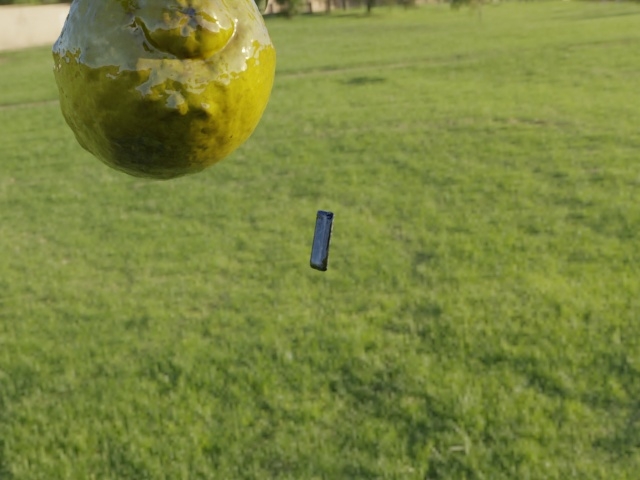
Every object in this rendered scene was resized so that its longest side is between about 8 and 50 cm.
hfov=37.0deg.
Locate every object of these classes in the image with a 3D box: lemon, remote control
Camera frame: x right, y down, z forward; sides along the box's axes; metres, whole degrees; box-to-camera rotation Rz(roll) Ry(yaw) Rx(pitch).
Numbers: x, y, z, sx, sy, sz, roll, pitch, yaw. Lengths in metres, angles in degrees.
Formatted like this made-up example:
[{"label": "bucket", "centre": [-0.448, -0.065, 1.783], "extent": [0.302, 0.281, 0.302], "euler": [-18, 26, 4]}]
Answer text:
[{"label": "lemon", "centre": [-0.193, -0.210, 1.185], "extent": [0.285, 0.285, 0.316], "euler": [-7, 13, -5]}, {"label": "remote control", "centre": [0.000, 0.000, 1.510], "extent": [0.014, 0.096, 0.039], "euler": [4, 7, -45]}]

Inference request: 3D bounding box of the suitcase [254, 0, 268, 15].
[{"label": "suitcase", "centre": [-0.166, -0.537, 1.610], "extent": [0.194, 0.339, 0.351], "euler": [6, 52, -10]}]
